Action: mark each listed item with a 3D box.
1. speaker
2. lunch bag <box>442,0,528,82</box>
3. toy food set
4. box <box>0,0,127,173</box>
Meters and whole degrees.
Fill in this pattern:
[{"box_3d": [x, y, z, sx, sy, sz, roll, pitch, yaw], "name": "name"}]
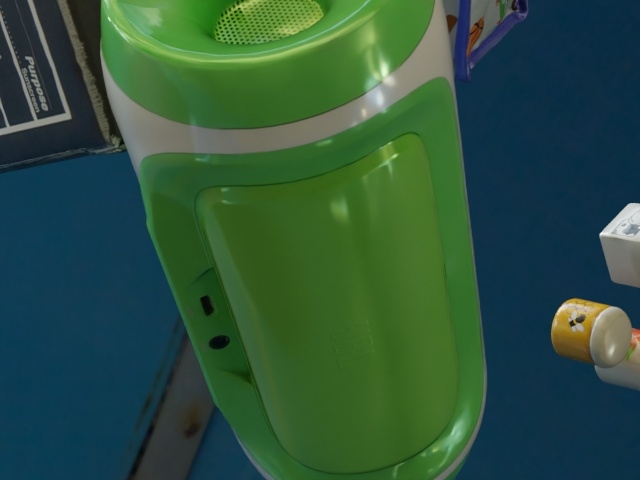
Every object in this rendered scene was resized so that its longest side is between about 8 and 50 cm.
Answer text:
[{"box_3d": [0.000, 0.000, 0.575, 0.131, 0.296, 0.131, -6, -131, 7], "name": "speaker"}, {"box_3d": [0.051, -0.394, 1.443, 0.328, 0.385, 0.239, 16, -140, 19], "name": "lunch bag"}, {"box_3d": [0.263, 0.025, 0.906, 0.104, 0.111, 0.232, 11, -138, 45], "name": "toy food set"}, {"box_3d": [-0.156, -0.190, 0.687, 0.183, 0.294, 0.296, -25, -76, -38], "name": "box"}]
